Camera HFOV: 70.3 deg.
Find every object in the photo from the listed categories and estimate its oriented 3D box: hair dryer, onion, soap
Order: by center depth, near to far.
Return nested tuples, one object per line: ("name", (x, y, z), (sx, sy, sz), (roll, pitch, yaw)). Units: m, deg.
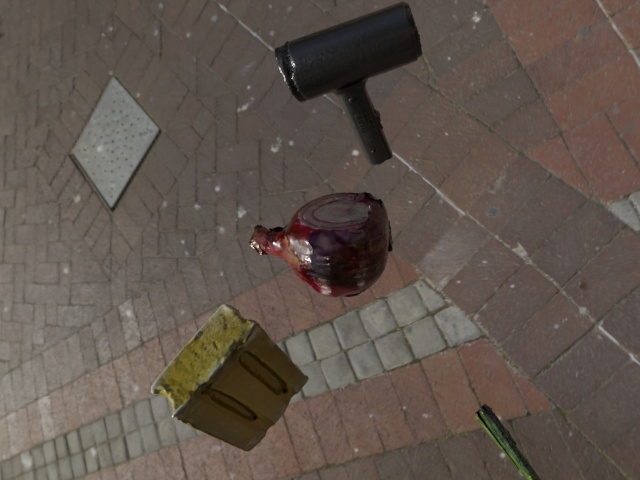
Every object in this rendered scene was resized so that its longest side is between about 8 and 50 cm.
("onion", (0.004, 0.014, 0.641), (0.198, 0.173, 0.135), (-9, 110, 13))
("hair dryer", (0.068, -0.224, 0.721), (0.197, 0.251, 0.089), (-17, 47, 11))
("soap", (-0.151, 0.269, 0.857), (0.091, 0.315, 0.199), (32, 72, 31))

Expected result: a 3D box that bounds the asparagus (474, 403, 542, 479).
("asparagus", (0.257, 0.291, 0.510), (0.023, 0.022, 0.232), (-32, 63, -7))
